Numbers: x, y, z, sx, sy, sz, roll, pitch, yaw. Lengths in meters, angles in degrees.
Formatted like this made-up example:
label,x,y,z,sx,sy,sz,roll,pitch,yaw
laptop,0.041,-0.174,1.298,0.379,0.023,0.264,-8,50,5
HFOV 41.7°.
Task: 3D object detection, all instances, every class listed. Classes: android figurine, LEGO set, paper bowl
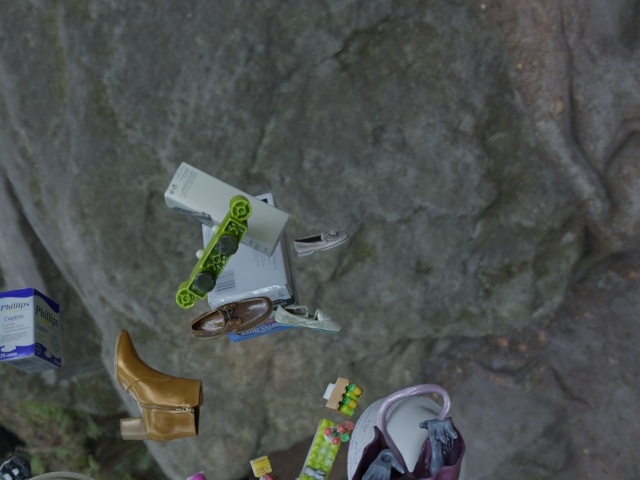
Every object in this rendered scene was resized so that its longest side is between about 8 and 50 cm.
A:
label,x,y,z,sx,sy,sz,roll,pitch,yaw
android figurine,-0.210,0.022,1.695,0.056,0.248,0.273,31,-174,-11
LEGO set,-0.033,0.305,1.141,0.132,0.287,0.107,57,164,6
paper bowl,0.201,0.476,1.794,0.148,0.284,0.284,-12,112,46

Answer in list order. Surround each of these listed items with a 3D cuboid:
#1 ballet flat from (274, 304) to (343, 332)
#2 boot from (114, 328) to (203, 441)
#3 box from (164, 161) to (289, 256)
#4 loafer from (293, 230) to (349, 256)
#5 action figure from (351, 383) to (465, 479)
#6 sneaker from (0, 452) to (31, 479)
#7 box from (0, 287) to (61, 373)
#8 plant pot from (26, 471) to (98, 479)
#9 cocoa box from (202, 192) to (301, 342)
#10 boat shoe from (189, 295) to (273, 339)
label,x,y,z,sx,sy,sz,roll,pitch,yaw
ballet flat,-0.023,0.183,1.982,0.057,0.168,0.053,-112,31,-77
boot,-0.408,0.362,2.143,0.104,0.211,0.295,65,-163,-81
box,-0.213,-0.069,1.921,0.275,0.094,0.113,27,167,1
loafer,0.000,0.000,1.863,0.045,0.125,0.039,-79,-33,-64
action figure,0.133,0.465,1.366,0.276,0.247,0.370,-97,-2,-59
sneaker,-0.808,0.599,2.064,0.078,0.234,0.106,57,175,-9
box,-0.564,0.176,1.636,0.126,0.072,0.137,70,-171,-69
plant pot,-0.530,0.559,1.478,0.334,0.333,0.305,49,170,21
cocoa box,-0.200,0.080,2.459,0.228,0.231,0.347,72,-175,-52
boat shoe,-0.182,0.158,1.703,0.060,0.177,0.064,38,-146,-74
